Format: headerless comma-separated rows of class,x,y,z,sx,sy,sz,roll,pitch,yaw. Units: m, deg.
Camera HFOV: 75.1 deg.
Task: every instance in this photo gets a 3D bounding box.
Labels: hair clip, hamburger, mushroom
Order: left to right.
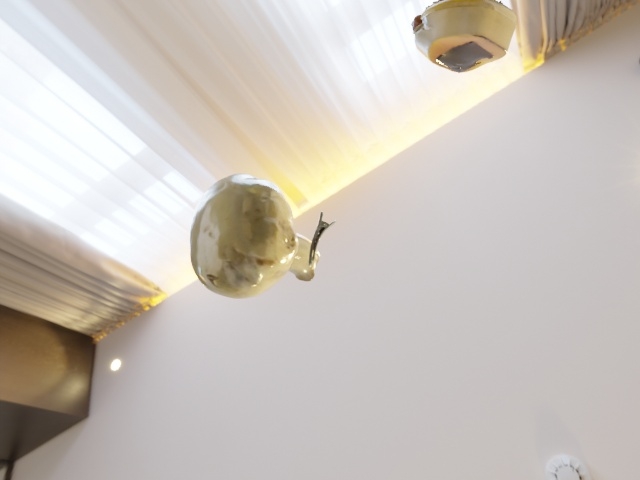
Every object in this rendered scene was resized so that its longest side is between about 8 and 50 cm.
mushroom,-0.153,0.007,1.050,0.314,0.336,0.315,-19,-121,35
hair clip,0.000,0.000,0.873,0.039,0.030,0.115,18,-99,5
hamburger,0.284,-0.416,0.830,0.172,0.210,0.116,-6,-92,51
